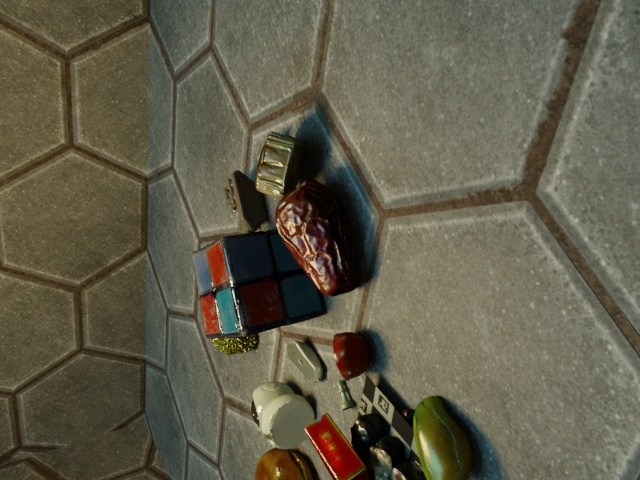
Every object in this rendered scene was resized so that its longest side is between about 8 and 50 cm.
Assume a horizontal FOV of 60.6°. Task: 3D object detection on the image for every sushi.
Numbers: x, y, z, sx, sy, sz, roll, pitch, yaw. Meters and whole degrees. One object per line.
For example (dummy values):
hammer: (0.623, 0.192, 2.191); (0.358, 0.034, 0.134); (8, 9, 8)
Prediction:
sushi: (0.173, 0.608, 1.498); (0.373, 0.100, 0.296); (45, 140, 42)

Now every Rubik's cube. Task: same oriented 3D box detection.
Rubik's cube: (-0.213, 0.142, 1.818); (0.313, 0.316, 0.318); (-21, 81, 56)

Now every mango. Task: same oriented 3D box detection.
mango: (0.292, 0.485, 1.316); (0.111, 0.125, 0.233); (79, -175, -55)

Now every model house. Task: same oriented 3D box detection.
model house: (-0.290, -0.132, 2.045); (0.188, 0.122, 0.229); (-23, 81, 58)

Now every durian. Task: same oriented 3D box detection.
durian: (-0.367, 0.350, 2.239); (0.200, 0.176, 0.237); (-35, 55, 33)

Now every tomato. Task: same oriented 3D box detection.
tomato: (0.096, 0.327, 1.574); (0.091, 0.159, 0.139); (-18, 79, 14)

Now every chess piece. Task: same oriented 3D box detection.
chess piece: (0.072, 0.481, 1.716); (0.042, 0.042, 0.093); (-51, 49, 49)

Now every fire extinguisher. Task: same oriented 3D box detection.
fire extinguisher: (0.223, 0.481, 1.501); (0.032, 0.046, 0.100); (-59, 14, -23)

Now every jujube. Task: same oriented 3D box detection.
jujube: (0.000, 0.000, 1.586); (0.342, 0.216, 0.216); (62, 144, 7)

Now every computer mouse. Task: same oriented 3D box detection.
computer mouse: (-0.043, 0.408, 1.855); (0.182, 0.056, 0.089); (46, 135, 30)

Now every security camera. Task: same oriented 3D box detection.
security camera: (-0.152, 0.606, 1.956); (0.236, 0.194, 0.195); (24, 117, 58)

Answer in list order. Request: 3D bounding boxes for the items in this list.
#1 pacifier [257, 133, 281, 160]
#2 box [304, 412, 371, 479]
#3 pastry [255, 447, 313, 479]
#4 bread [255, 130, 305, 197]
pacifier: (-0.144, -0.277, 1.830); (0.116, 0.127, 0.150); (27, 94, 9)
box: (0.068, 0.662, 1.594); (0.197, 0.089, 0.313); (45, 162, 41)
pastry: (-0.120, 0.935, 2.008); (0.356, 0.164, 0.356); (32, 129, 52)
bread: (-0.126, -0.230, 1.684); (0.210, 0.109, 0.192); (-35, -40, -80)
